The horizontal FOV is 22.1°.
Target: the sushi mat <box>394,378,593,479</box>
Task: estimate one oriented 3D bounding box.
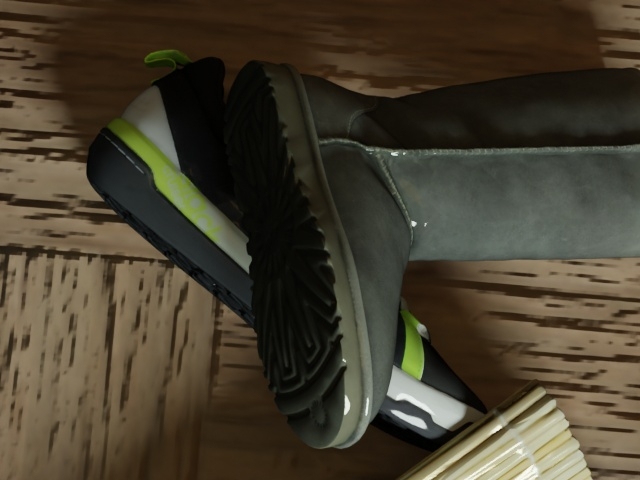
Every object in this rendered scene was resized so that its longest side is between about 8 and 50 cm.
[{"bbox_3d":[0.001,0.207,0.719,0.316,0.019,0.151,-35,116,-6],"label":"sushi mat"}]

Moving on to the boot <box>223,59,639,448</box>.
[{"bbox_3d":[0.073,-0.001,0.709,0.208,0.076,0.190,6,62,-28],"label":"boot"}]

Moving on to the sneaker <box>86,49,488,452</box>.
[{"bbox_3d":[0.000,0.000,0.743,0.234,0.084,0.097,40,80,2],"label":"sneaker"}]
